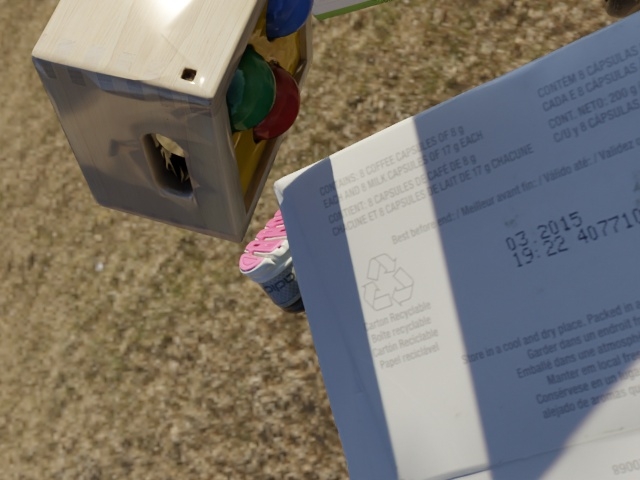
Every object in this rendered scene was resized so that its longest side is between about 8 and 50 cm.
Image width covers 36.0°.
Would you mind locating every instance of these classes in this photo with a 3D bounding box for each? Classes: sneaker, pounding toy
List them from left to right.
[{"bbox_3d":[-0.044,-0.109,0.520,0.181,0.094,0.206,88,-160,-62],"label":"pounding toy"},{"bbox_3d":[0.000,0.000,0.827,0.063,0.170,0.074,-12,116,40],"label":"sneaker"}]

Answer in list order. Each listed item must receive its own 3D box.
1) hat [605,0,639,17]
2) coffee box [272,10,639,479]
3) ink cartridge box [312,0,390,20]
[{"bbox_3d":[0.333,-0.301,1.004,0.134,0.331,0.331,-32,65,16],"label":"hat"},{"bbox_3d":[0.229,0.068,0.630,0.338,0.334,0.338,-22,78,29],"label":"coffee box"},{"bbox_3d":[0.032,-0.344,1.000,0.189,0.255,0.097,-11,69,19],"label":"ink cartridge box"}]
